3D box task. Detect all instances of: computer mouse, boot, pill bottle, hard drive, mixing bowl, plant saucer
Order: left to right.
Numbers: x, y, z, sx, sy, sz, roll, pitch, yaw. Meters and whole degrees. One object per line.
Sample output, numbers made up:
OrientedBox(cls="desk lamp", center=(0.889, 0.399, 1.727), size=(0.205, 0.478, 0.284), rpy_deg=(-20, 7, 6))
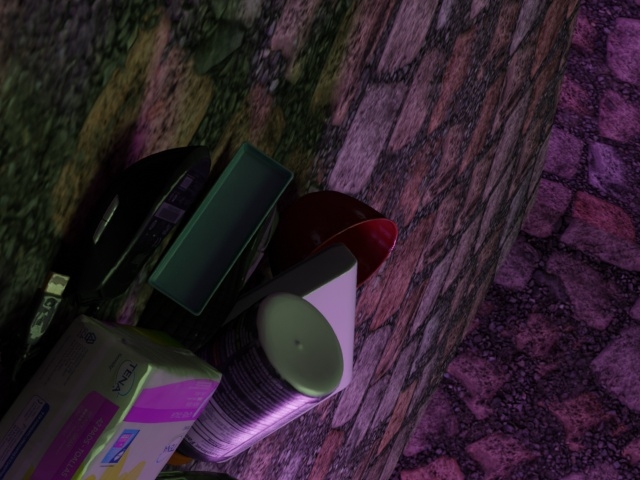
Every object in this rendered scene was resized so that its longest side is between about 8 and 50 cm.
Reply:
OrientedBox(cls="computer mouse", center=(-0.203, 0.010, 1.167), size=(0.262, 0.060, 0.184), rpy_deg=(-55, 171, 6))
OrientedBox(cls="plant saucer", center=(-0.107, -0.013, 1.427), size=(0.192, 0.067, 0.018), rpy_deg=(-57, -178, -16))
OrientedBox(cls="boot", center=(-0.111, 0.044, 1.509), size=(0.246, 0.083, 0.161), rpy_deg=(-60, 170, -16))
OrientedBox(cls="pill bottle", center=(-0.100, 0.167, 1.493), size=(0.246, 0.130, 0.130), rpy_deg=(-35, -175, 34))
OrientedBox(cls="hard drive", center=(-0.059, 0.157, 1.741), size=(0.233, 0.047, 0.353), rpy_deg=(-30, 154, -16))
OrientedBox(cls="mixing bowl", center=(0.000, 0.000, 1.721), size=(0.181, 0.098, 0.181), rpy_deg=(-30, 155, -16))

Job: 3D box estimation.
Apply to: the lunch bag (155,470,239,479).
OrientedBox(cls="lunch bag", center=(-0.209, 0.418, 1.578), size=(0.287, 0.169, 0.235), rpy_deg=(-27, 142, -61))

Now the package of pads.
OrientedBox(cls="package of pads", center=(-0.214, 0.194, 1.248), size=(0.229, 0.101, 0.296), rpy_deg=(-56, 169, -1))
